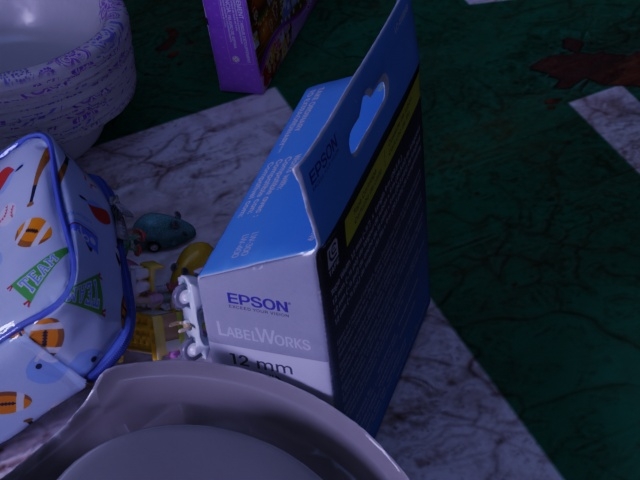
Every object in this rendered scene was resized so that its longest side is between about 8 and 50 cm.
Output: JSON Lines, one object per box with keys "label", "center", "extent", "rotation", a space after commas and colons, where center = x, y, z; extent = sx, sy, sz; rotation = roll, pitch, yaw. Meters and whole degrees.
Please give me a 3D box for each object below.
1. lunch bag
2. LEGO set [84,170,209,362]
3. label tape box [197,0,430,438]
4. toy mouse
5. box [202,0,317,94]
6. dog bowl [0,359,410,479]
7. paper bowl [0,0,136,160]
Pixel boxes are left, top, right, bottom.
{"label": "lunch bag", "center": [-0.295, 0.053, 1.304], "extent": [0.303, 0.115, 0.243], "rotation": [-32, 45, 14]}
{"label": "LEGO set", "center": [-0.148, 0.033, 1.387], "extent": [0.107, 0.132, 0.287], "rotation": [-10, 28, -32]}
{"label": "label tape box", "center": [0.000, 0.000, 1.225], "extent": [0.115, 0.347, 0.249], "rotation": [8, 43, 19]}
{"label": "toy mouse", "center": [-0.171, 0.011, 1.486], "extent": [0.143, 0.031, 0.161], "rotation": [25, 50, 33]}
{"label": "box", "center": [-0.056, -0.333, 1.739], "extent": [0.057, 0.201, 0.293], "rotation": [7, 43, 18]}
{"label": "dog bowl", "center": [-0.086, 0.250, 1.057], "extent": [0.349, 0.102, 0.349], "rotation": [11, 45, -11]}
{"label": "paper bowl", "center": [-0.339, -0.168, 1.620], "extent": [0.284, 0.148, 0.284], "rotation": [-2, 34, 2]}
